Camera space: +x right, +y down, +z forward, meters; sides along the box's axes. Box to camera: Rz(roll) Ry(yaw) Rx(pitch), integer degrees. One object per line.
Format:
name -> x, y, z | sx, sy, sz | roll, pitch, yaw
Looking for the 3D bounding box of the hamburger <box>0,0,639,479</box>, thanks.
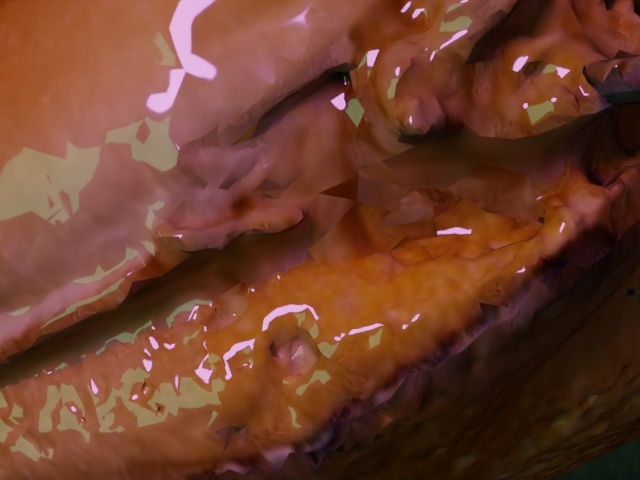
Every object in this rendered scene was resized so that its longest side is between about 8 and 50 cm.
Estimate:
hamburger -> 0.000, 0.000, 0.502 | 0.314, 0.290, 0.170 | -34, 79, 43
